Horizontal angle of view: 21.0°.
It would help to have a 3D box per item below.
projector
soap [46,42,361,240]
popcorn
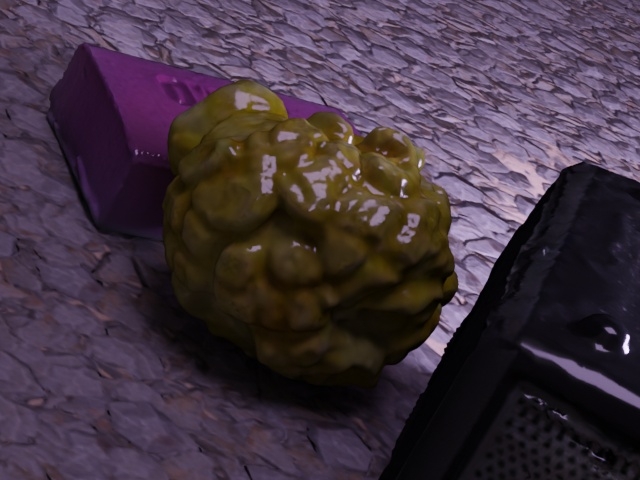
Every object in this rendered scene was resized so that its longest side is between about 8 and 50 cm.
[{"bbox_3d":[0.265,0.159,1.135,0.405,0.242,0.395,30,25,5],"label":"projector"},{"bbox_3d":[-0.077,-0.064,1.404,0.259,0.081,0.181,13,28,-30],"label":"soap"},{"bbox_3d":[-0.005,-0.008,1.242,0.235,0.181,0.216,6,36,-40],"label":"popcorn"}]
